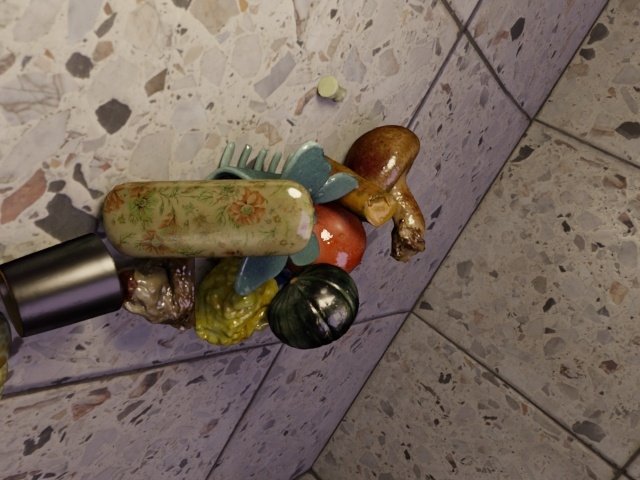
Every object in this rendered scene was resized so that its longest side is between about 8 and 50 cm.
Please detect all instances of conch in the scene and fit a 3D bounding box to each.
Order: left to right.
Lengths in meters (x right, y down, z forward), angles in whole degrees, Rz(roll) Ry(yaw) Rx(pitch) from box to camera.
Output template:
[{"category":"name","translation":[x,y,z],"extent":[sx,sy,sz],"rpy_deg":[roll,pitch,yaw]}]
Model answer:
[{"category":"conch","translation":[-0.646,0.219,0.955],"extent":[0.116,0.106,0.173],"rpy_deg":[69,46,-79]}]

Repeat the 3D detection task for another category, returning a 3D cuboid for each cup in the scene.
[{"category":"cup","translation":[-0.506,0.118,0.984],"extent":[0.177,0.166,0.239],"rpy_deg":[-22,138,-39]}]

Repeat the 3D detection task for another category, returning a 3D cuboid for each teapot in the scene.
[{"category":"teapot","translation":[0.031,-0.394,1.333],"extent":[0.067,0.057,0.083],"rpy_deg":[-22,168,25]}]

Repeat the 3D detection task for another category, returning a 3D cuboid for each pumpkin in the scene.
[{"category":"pumpkin","translation":[-0.015,0.180,1.322],"extent":[0.250,0.250,0.216],"rpy_deg":[-35,120,-30]}]

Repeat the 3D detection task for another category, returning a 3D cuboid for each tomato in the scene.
[{"category":"tomato","translation":[0.000,0.000,1.512],"extent":[0.265,0.265,0.265],"rpy_deg":[-37,148,-28]}]

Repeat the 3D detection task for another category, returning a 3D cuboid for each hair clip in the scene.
[{"category":"hair clip","translation":[-0.109,-0.103,1.249],"extent":[0.318,0.238,0.392],"rpy_deg":[-5,126,-56]}]

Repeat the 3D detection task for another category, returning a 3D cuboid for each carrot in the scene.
[{"category":"carrot","translation":[0.064,-0.145,1.395],"extent":[0.114,0.302,0.114],"rpy_deg":[-35,143,-31]}]

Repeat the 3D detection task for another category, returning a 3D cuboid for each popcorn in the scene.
[{"category":"popcorn","translation":[-0.223,0.160,1.394],"extent":[0.250,0.235,0.241],"rpy_deg":[-49,-174,37]}]

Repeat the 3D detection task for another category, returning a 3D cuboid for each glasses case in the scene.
[{"category":"glasses case","translation":[-0.225,-0.044,1.022],"extent":[0.098,0.426,0.156],"rpy_deg":[-84,173,-74]}]

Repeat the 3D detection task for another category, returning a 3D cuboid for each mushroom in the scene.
[{"category":"mushroom","translation":[0.220,-0.174,1.535],"extent":[0.334,0.356,0.331],"rpy_deg":[-50,152,-21]}]

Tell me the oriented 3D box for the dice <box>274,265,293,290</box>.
[{"category":"dice","translation":[-0.121,0.171,1.643],"extent":[0.146,0.146,0.143],"rpy_deg":[-59,153,10]}]

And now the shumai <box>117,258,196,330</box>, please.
[{"category":"shumai","translation":[-0.391,0.109,1.191],"extent":[0.186,0.183,0.218],"rpy_deg":[-1,145,-14]}]
